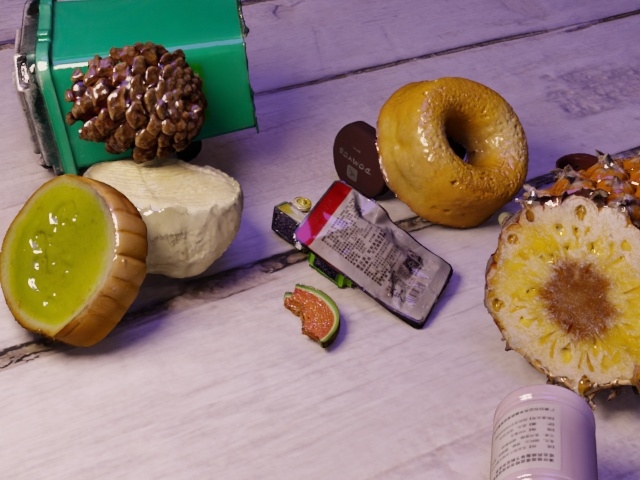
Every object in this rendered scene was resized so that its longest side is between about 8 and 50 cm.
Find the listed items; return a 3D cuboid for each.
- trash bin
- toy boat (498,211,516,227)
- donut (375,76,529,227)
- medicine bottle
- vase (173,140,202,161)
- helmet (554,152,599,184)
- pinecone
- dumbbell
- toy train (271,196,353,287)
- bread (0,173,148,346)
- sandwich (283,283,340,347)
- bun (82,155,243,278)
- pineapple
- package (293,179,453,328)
[{"bbox_3d":[-0.306,-0.286,1.935,0.381,0.259,0.295,-8,41,-4],"label":"trash bin"},{"bbox_3d":[0.379,-0.009,1.901,0.185,0.071,0.089,2,35,-10],"label":"toy boat"},{"bbox_3d":[0.234,-0.159,1.930,0.278,0.108,0.277,12,67,-29],"label":"donut"},{"bbox_3d":[0.269,0.299,1.385,0.133,0.133,0.249,10,35,3],"label":"medicine bottle"},{"bbox_3d":[-0.272,-0.203,2.050,0.059,0.059,0.167,-14,40,-29],"label":"vase"},{"bbox_3d":[0.473,-0.066,1.972,0.175,0.106,0.155,8,33,-7],"label":"helmet"},{"bbox_3d":[-0.274,-0.202,1.724,0.205,0.184,0.179,-7,38,33],"label":"pinecone"},{"bbox_3d":[0.142,-0.164,2.025,0.225,0.124,0.140,-20,44,-35],"label":"dumbbell"},{"bbox_3d":[0.000,0.000,1.817,0.081,0.060,0.202,-24,48,-39],"label":"toy train"},{"bbox_3d":[-0.340,0.027,1.572,0.236,0.236,0.070,34,7,32],"label":"bread"},{"bbox_3d":[-0.007,0.112,1.683,0.067,0.029,0.135,-11,40,-17],"label":"sandwich"},{"bbox_3d":[-0.243,-0.025,1.719,0.259,0.152,0.259,8,24,-4],"label":"bun"},{"bbox_3d":[0.427,0.043,1.634,0.352,0.352,0.300,34,32,32],"label":"pineapple"},{"bbox_3d":[0.088,0.016,1.754,0.239,0.030,0.154,39,50,-3],"label":"package"}]
